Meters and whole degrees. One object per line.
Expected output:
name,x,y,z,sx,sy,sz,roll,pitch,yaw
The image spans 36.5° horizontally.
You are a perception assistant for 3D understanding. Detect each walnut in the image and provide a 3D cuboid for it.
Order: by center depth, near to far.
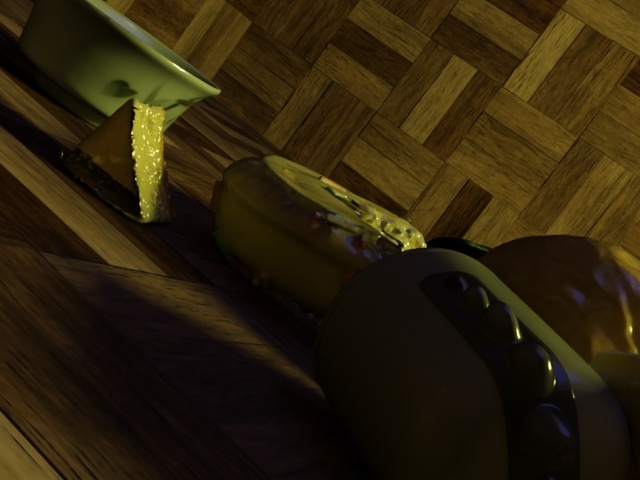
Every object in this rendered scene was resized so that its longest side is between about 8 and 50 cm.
walnut,0.310,0.169,1.222,0.384,0.383,0.383,36,7,-5

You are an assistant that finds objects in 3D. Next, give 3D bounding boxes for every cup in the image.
cup,-0.347,-0.281,1.574,0.347,0.163,0.347,35,7,-5

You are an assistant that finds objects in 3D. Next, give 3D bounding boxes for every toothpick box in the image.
toothpick box,0.132,0.141,0.835,0.229,0.229,0.316,34,8,-24

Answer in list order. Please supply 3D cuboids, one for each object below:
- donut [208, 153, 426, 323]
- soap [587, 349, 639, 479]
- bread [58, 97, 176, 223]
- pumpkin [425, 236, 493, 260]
donut,-0.008,-0.003,1.340,0.307,0.150,0.371,30,10,7
soap,0.295,0.191,0.821,0.274,0.089,0.173,164,-86,-79
bread,-0.225,-0.090,1.188,0.152,0.127,0.147,54,7,-1
pumpkin,0.272,0.134,1.615,0.315,0.238,0.315,18,5,-2
